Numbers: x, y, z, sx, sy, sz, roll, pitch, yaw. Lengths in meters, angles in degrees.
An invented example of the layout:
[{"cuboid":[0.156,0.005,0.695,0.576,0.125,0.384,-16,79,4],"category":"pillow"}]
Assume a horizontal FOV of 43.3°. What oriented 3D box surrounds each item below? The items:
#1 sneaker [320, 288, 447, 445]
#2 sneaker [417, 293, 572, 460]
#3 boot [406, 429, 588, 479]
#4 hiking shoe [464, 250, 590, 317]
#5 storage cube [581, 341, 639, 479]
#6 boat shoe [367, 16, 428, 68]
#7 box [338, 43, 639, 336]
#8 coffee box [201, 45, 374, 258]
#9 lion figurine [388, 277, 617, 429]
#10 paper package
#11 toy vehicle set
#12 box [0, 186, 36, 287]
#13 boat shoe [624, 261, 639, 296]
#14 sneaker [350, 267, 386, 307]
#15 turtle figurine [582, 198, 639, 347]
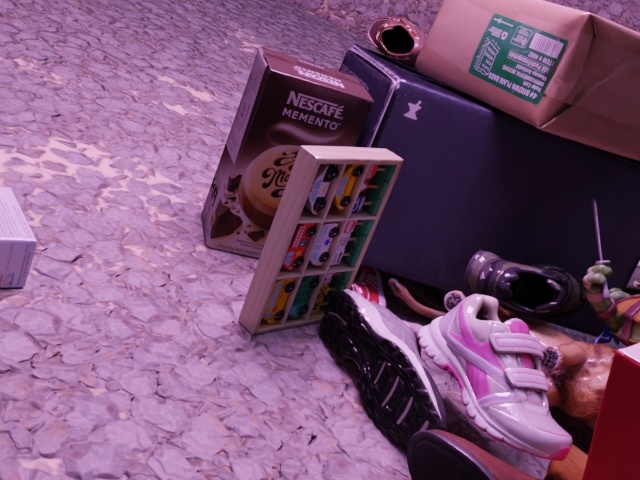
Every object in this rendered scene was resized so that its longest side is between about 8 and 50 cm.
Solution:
[{"cuboid":[0.100,0.159,1.052,0.108,0.100,0.271,13,26,-31],"category":"sneaker"},{"cuboid":[0.224,0.157,0.989,0.103,0.111,0.252,16,27,-44],"category":"sneaker"},{"cuboid":[0.261,0.281,0.951,0.264,0.096,0.280,28,21,26],"category":"boot"},{"cuboid":[0.320,0.081,1.165,0.226,0.086,0.114,11,14,-27],"category":"hiking shoe"},{"cuboid":[0.418,0.213,0.837,0.183,0.193,0.215,-13,29,-32],"category":"storage cube"},{"cuboid":[0.137,-0.360,1.436,0.073,0.073,0.207,13,18,-34],"category":"boat shoe"},{"cuboid":[0.253,-0.111,1.419,0.479,0.297,0.472,17,15,-12],"category":"box"},{"cuboid":[-0.058,-0.123,1.241,0.168,0.297,0.119,13,26,-19],"category":"coffee box"},{"cuboid":[0.294,0.161,1.166,0.240,0.142,0.392,9,22,-46],"category":"lion figurine"},{"cuboid":[0.365,-0.264,1.244,0.309,0.168,0.325,8,21,-32],"category":"paper package"},{"cuboid":[0.000,0.000,1.082,0.166,0.267,0.035,-6,36,-45],"category":"toy vehicle set"},{"cuboid":[-0.429,-0.007,0.964,0.137,0.072,0.126,3,32,-38],"category":"box"},{"cuboid":[0.639,0.087,1.657,0.305,0.091,0.109,15,-11,-21],"category":"boat shoe"},{"cuboid":[0.060,0.072,1.254,0.067,0.042,0.118,18,27,-18],"category":"sneaker"},{"cuboid":[0.481,0.065,1.114,0.197,0.275,0.266,26,9,-21],"category":"turtle figurine"}]
